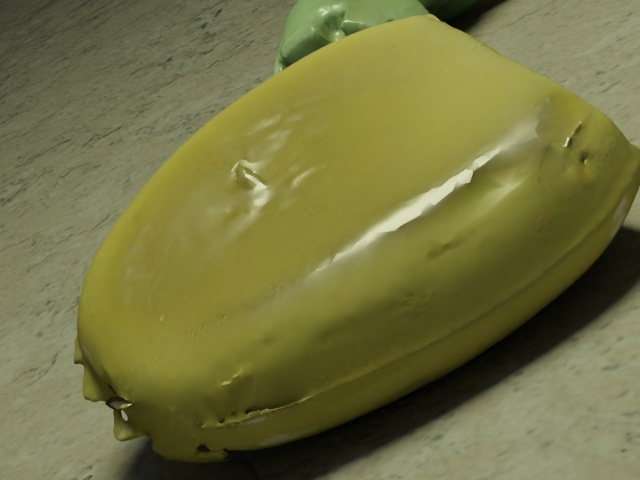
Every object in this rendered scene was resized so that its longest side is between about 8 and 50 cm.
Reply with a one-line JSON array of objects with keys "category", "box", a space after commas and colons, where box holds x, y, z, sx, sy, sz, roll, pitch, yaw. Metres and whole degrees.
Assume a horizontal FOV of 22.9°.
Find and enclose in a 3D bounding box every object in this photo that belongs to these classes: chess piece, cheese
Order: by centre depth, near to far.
[{"category": "cheese", "box": [0.000, 0.000, 0.888, 0.316, 0.128, 0.259, -38, 31, -7]}, {"category": "chess piece", "box": [0.044, -0.198, 1.262, 0.195, 0.194, 0.299, -19, 32, 24]}]
